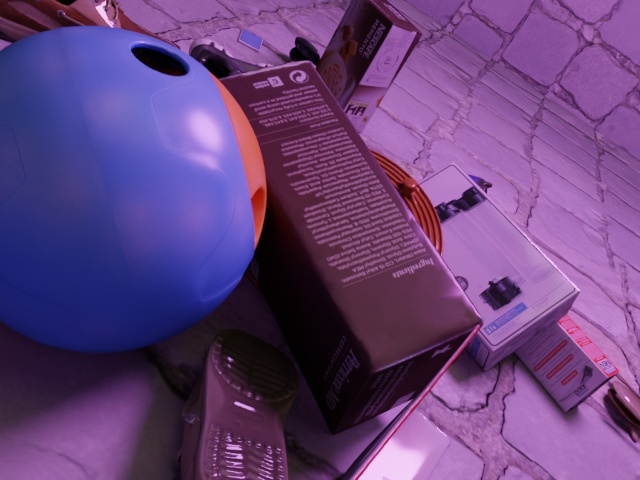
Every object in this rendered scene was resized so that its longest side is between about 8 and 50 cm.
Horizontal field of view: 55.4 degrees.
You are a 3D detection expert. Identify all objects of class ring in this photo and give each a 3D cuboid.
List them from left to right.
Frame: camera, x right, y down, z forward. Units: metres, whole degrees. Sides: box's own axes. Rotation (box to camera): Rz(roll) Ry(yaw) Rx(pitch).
[{"bbox_3d":[0.021,-0.038,0.874,0.336,0.032,0.337,7,51,-9],"label":"ring"}]

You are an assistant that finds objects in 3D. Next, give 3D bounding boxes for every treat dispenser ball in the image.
[{"bbox_3d":[-0.193,-0.044,0.558,0.288,0.288,0.288,23,33,-16],"label":"treat dispenser ball"}]

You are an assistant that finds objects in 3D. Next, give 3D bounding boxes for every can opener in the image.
[{"bbox_3d":[0.000,-0.394,1.426,0.186,0.059,0.073,46,6,2],"label":"can opener"}]

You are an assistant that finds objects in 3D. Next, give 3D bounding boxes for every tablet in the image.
[{"bbox_3d":[-0.162,-0.467,1.420,0.054,0.006,0.083,24,34,-15],"label":"tablet"}]

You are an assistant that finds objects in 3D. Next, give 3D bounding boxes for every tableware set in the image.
[{"bbox_3d":[0.465,0.235,1.008,0.194,0.039,0.128,48,22,12],"label":"tableware set"}]

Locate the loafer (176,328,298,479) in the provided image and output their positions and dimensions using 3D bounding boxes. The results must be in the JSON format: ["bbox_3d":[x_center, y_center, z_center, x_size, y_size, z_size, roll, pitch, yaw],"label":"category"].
[{"bbox_3d":[-0.083,0.172,0.558,0.101,0.092,0.268,30,16,-9],"label":"loafer"}]

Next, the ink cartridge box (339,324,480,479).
[{"bbox_3d":[0.032,0.208,0.464,0.060,0.239,0.275,42,33,14],"label":"ink cartridge box"}]

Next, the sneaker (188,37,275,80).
[{"bbox_3d":[-0.144,-0.296,1.145,0.234,0.078,0.106,21,36,-12],"label":"sneaker"}]

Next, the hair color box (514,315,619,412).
[{"bbox_3d":[0.365,0.169,0.953,0.053,0.093,0.167,-3,47,-43],"label":"hair color box"}]

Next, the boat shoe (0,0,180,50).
[{"bbox_3d":[-0.375,-0.352,0.967,0.323,0.120,0.123,11,38,-31],"label":"boat shoe"}]

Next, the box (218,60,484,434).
[{"bbox_3d":[0.000,0.000,0.698,0.143,0.191,0.382,-20,62,-23],"label":"box"}]

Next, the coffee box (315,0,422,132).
[{"bbox_3d":[0.083,-0.371,1.282,0.098,0.247,0.141,-2,47,-43],"label":"coffee box"}]

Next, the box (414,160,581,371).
[{"bbox_3d":[0.227,0.032,0.942,0.169,0.087,0.290,-31,61,-10],"label":"box"}]

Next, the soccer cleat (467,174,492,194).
[{"bbox_3d":[0.237,-0.075,1.188,0.121,0.094,0.289,11,18,33],"label":"soccer cleat"}]
